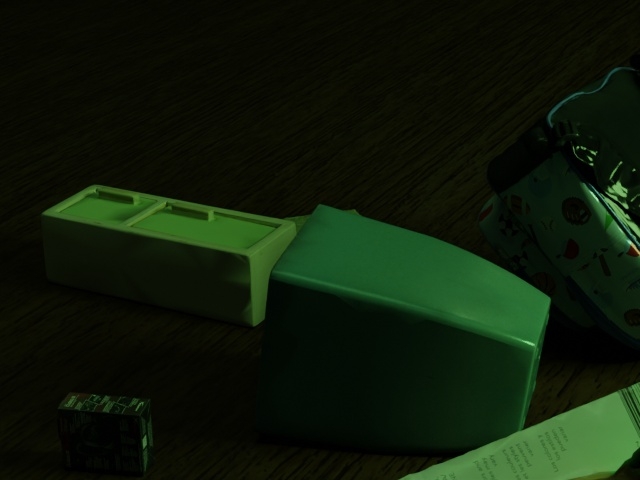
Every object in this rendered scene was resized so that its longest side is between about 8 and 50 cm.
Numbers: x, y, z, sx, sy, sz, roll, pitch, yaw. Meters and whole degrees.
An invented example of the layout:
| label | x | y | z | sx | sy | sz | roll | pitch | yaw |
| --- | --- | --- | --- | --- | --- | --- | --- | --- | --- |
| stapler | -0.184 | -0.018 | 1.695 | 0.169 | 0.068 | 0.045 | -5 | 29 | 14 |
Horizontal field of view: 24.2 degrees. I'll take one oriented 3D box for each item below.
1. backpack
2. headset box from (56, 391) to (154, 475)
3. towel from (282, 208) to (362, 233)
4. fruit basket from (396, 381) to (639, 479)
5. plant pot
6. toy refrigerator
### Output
| label | x | y | z | sx | sy | sz | roll | pitch | yaw |
| --- | --- | --- | --- | --- | --- | --- | --- | --- | --- |
| backpack | 0.309 | -0.018 | 1.493 | 0.263 | 0.213 | 0.276 | 48 | 45 | 10 |
| headset box | -0.190 | 0.168 | 1.299 | 0.083 | 0.062 | 0.032 | 3 | 23 | 12 |
| towel | 0.000 | 0.000 | 1.729 | 0.148 | 0.027 | 0.110 | -10 | 26 | -22 |
| fruit basket | 0.161 | 0.266 | 0.853 | 0.353 | 0.165 | 0.327 | -21 | 67 | -16 |
| plant pot | 0.081 | 0.092 | 1.353 | 0.234 | 0.165 | 0.165 | 12 | 25 | 11 |
| toy refrigerator | -0.166 | 0.009 | 1.631 | 0.270 | 0.094 | 0.102 | 11 | 26 | 27 |
